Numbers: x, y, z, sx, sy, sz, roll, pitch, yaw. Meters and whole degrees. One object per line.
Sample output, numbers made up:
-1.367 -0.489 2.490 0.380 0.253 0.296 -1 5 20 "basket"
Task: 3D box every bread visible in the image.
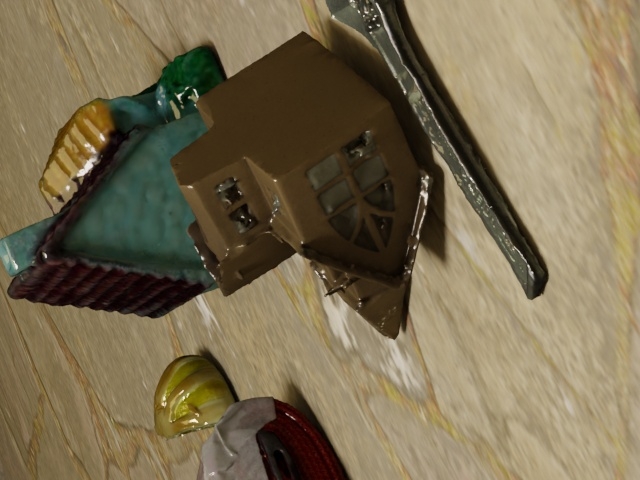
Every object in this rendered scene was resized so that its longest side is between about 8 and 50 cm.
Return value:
-0.145 0.176 2.005 0.157 0.083 0.094 -150 57 -62 "bread"

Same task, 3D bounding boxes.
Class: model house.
-0.212 -0.028 1.737 0.230 0.248 0.280 70 160 5 "model house"
0.000 0.000 1.387 0.181 0.176 0.248 44 164 55 "model house"

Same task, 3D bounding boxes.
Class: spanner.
0.074 -0.097 1.265 0.325 0.026 0.093 62 159 20 "spanner"

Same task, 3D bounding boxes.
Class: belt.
-0.042 0.252 1.723 0.201 0.128 0.124 61 157 28 "belt"
